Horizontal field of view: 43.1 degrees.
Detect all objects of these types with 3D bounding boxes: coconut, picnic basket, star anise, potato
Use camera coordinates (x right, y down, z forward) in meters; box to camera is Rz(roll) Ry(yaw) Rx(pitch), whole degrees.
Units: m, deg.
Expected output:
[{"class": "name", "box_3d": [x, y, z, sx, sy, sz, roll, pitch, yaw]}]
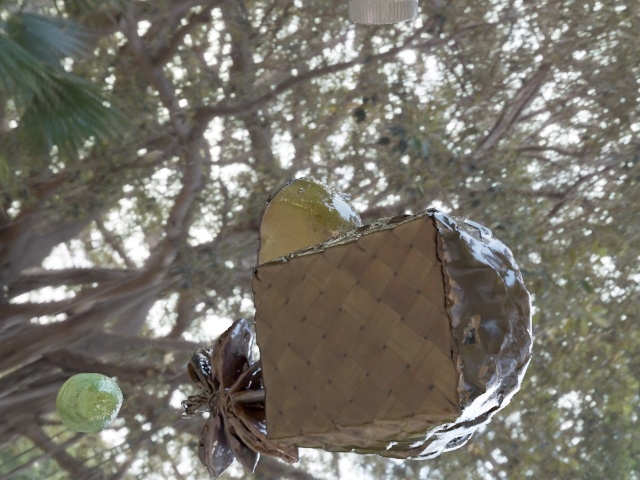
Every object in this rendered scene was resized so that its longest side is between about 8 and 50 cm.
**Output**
[{"class": "coconut", "box_3d": [-0.319, 0.224, 1.118, 0.096, 0.087, 0.088, -17, -82, 63]}, {"class": "picnic basket", "box_3d": [0.117, 0.121, 1.007, 0.337, 0.337, 0.293, -31, -120, 55]}, {"class": "star anise", "box_3d": [-0.120, 0.237, 1.155, 0.236, 0.093, 0.229, 29, -77, 32]}, {"class": "potato", "box_3d": [0.000, 0.000, 1.293, 0.117, 0.202, 0.182, 11, -49, 39]}]

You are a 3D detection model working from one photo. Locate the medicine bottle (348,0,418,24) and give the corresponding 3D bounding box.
[{"class": "medicine bottle", "box_3d": [0.073, -0.365, 0.979, 0.088, 0.132, 0.189, 12, -60, 30]}]
